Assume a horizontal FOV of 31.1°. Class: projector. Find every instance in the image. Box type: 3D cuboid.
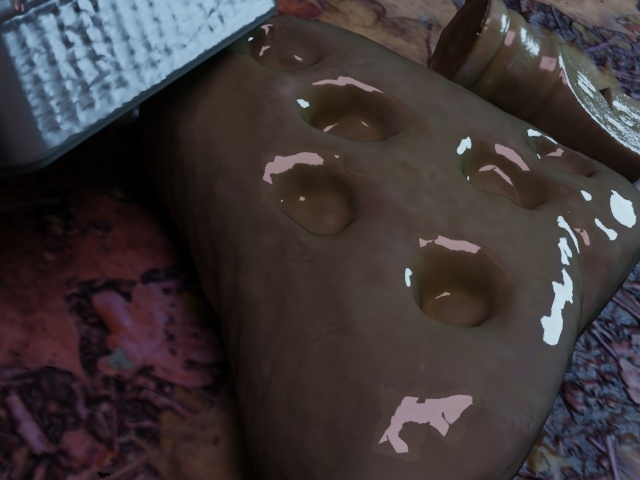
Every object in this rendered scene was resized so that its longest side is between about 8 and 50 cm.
[{"bbox_3d":[-0.171,-0.126,0.667,0.192,0.099,0.257,-4,26,32],"label":"projector"}]

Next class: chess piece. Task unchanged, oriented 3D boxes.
[{"bbox_3d":[0.194,-0.120,0.955,0.200,0.090,0.090,27,39,-16],"label":"chess piece"}]

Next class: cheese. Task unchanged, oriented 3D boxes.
[{"bbox_3d":[0.000,0.000,0.678,0.328,0.130,0.351,31,41,13],"label":"cheese"}]

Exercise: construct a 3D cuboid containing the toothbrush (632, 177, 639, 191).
[{"bbox_3d":[0.217,-0.010,0.855,0.030,0.030,0.304,36,49,10],"label":"toothbrush"}]
